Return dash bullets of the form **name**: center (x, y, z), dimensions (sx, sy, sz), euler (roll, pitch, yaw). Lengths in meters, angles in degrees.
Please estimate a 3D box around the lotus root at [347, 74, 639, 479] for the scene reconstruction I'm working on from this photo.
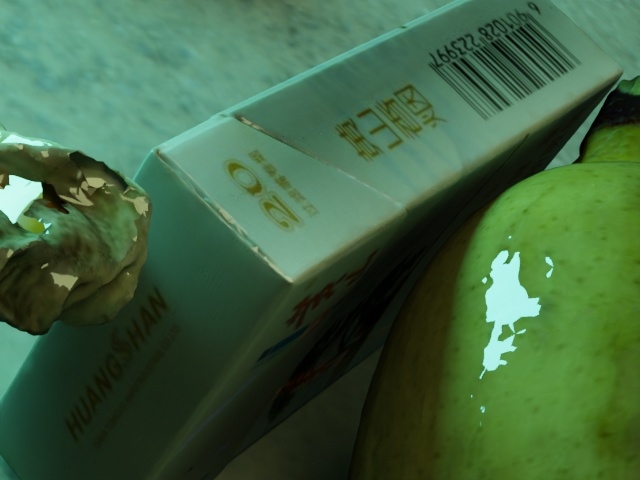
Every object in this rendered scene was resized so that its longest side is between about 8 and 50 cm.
- **lotus root**: center (0.103, 0.064, 0.620), dimensions (0.182, 0.183, 0.310), euler (21, 62, -18)

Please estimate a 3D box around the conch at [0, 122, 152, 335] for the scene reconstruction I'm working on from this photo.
- **conch**: center (-0.205, 0.006, 0.497), dimensions (0.291, 0.159, 0.210), euler (18, 2, -22)

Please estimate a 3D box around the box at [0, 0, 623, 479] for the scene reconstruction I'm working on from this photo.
- **box**: center (0.000, 0.000, 0.659), dimensions (0.067, 0.149, 0.233), euler (43, 39, 13)
